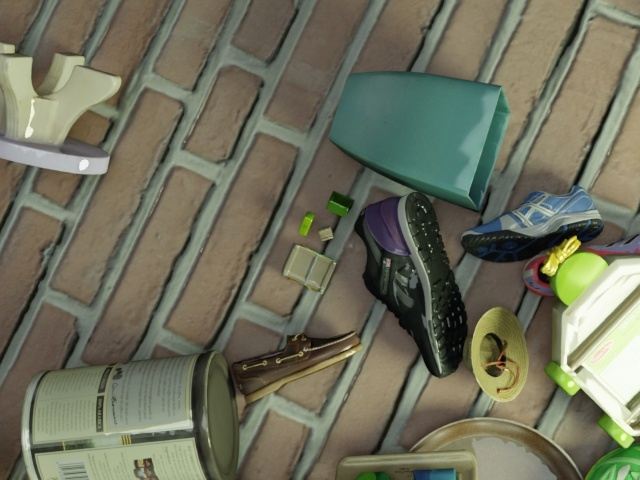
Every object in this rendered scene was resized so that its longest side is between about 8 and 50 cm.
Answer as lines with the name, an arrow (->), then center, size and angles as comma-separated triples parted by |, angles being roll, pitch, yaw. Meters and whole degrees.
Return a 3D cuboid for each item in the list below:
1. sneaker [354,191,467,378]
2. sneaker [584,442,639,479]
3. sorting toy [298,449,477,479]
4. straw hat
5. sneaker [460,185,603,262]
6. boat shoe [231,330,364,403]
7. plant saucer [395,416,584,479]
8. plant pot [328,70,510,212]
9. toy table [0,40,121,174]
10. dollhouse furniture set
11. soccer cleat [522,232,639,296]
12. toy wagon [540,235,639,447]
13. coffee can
sneaker -> 0.134, 0.073, 1.589 | 0.124, 0.107, 0.283 | -14, 90, 35
sneaker -> 0.507, 0.328, 1.478 | 0.296, 0.123, 0.109 | -21, 79, -2
sorting toy -> 0.067, 0.388, 1.466 | 0.307, 0.229, 0.041 | -6, 124, 11
straw hat -> 0.248, 0.172, 1.562 | 0.061, 0.145, 0.144 | -5, 83, 48
sneaker -> 0.316, -0.024, 1.578 | 0.211, 0.080, 0.081 | -11, 60, 7
boat shoe -> -0.038, 0.180, 1.598 | 0.207, 0.073, 0.073 | -24, 84, 5
plant saucer -> 0.249, 0.419, 1.552 | 0.311, 0.050, 0.310 | -1, 84, 8
plant pot -> 0.145, -0.163, 1.567 | 0.234, 0.166, 0.165 | 17, 87, 17
toy table -> -0.449, -0.213, 1.616 | 0.274, 0.252, 0.160 | 14, 103, -2
dollhouse furniture set -> 0.000, 0.000, 1.635 | 0.076, 0.058, 0.151 | 24, 108, 2
soccer cleat -> 0.424, 0.036, 1.538 | 0.248, 0.095, 0.083 | -9, 84, 7
toy wagon -> 0.442, 0.120, 1.488 | 0.344, 0.068, 0.267 | 44, 91, -12
coffee can -> -0.278, 0.278, 1.556 | 0.276, 0.201, 0.201 | -7, 84, 7
